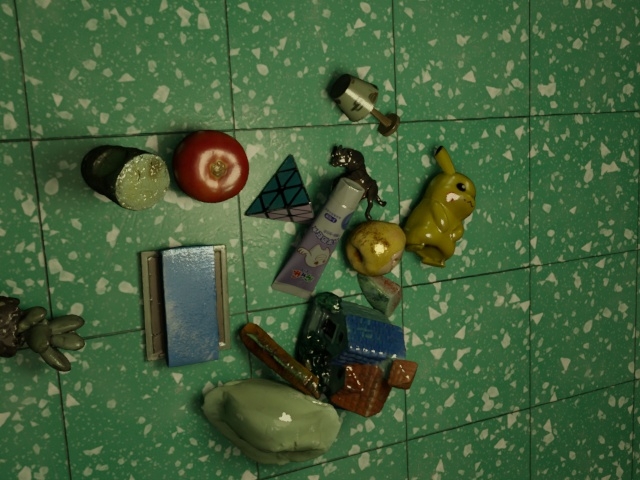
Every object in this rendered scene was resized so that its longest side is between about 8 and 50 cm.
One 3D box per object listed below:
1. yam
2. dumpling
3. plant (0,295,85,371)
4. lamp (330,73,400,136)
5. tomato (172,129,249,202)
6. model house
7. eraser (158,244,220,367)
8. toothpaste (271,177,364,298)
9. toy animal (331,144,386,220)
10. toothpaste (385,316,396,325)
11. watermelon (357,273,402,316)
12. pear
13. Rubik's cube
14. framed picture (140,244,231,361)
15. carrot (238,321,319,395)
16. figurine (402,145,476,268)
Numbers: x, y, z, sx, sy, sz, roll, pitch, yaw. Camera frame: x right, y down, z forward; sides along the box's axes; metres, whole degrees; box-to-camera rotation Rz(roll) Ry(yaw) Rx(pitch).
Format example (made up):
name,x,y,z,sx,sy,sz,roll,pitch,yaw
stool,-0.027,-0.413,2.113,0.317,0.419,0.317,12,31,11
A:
name,x,y,z,sx,sy,sz,roll,pitch,yaw
yam,-0.455,-0.151,1.591,0.154,0.254,0.154,-9,106,-35
dumpling,-0.123,0.480,1.840,0.212,0.321,0.270,-51,149,-27
plant,-0.691,0.210,1.578,0.274,0.149,0.146,19,90,-28
lamp,0.130,-0.373,1.889,0.215,0.121,0.121,32,83,-34
tomato,-0.280,-0.187,1.716,0.195,0.136,0.195,-5,101,-26
model house,0.102,0.343,1.833,0.252,0.329,0.295,18,98,-24
eraser,-0.341,0.168,1.768,0.144,0.042,0.311,-6,100,-23
toothpaste,0.000,0.000,1.867,0.125,0.080,0.371,20,113,-26
toy animal,0.108,-0.162,1.922,0.232,0.084,0.148,47,66,-19
toothpaste,0.107,0.235,2.000,0.268,0.047,0.069,13,112,-23
watermelon,0.183,0.151,2.024,0.180,0.081,0.094,39,55,-29
pear,0.163,0.019,1.931,0.178,0.178,0.178,-4,99,-24
Rubik's cube,-0.044,-0.095,1.817,0.190,0.178,0.211,36,83,-27
framed picture,-0.354,0.162,1.795,0.231,0.018,0.293,-5,99,-24
carrot,-0.111,0.321,1.837,0.260,0.070,0.070,38,80,9
figurine,0.365,-0.084,2.011,0.218,0.169,0.326,36,84,-40
